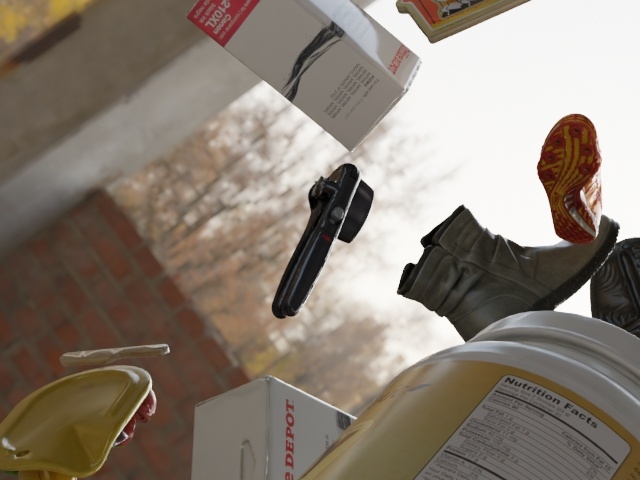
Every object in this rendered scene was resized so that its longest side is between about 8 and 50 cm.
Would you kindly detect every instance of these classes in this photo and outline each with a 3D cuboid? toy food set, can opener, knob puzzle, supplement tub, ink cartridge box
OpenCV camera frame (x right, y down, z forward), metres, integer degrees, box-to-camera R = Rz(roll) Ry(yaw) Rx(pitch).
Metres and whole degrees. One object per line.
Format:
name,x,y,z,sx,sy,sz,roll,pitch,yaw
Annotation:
toy food set,-0.200,0.167,1.280,0.218,0.128,0.071,-58,135,-65
can opener,0.000,0.000,1.546,0.073,0.186,0.059,31,-26,-8
knob puzzle,0.165,-0.289,1.558,0.213,0.213,0.030,46,-16,56
supplement tub,0.081,0.197,0.822,0.228,0.316,0.228,19,-54,27
ink cartridge box,-0.013,-0.225,1.662,0.237,0.100,0.172,39,21,-5
ink cartridge box,-0.005,0.284,1.538,0.273,0.114,0.197,32,46,-40

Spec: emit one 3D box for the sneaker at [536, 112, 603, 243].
sneaker,0.249,-0.070,1.470,0.064,0.067,0.175,6,-35,13

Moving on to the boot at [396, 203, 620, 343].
boot,0.202,0.013,1.581,0.161,0.246,0.083,43,-30,4

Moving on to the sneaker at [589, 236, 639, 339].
sneaker,0.475,0.208,1.929,0.448,0.169,0.257,63,5,5
